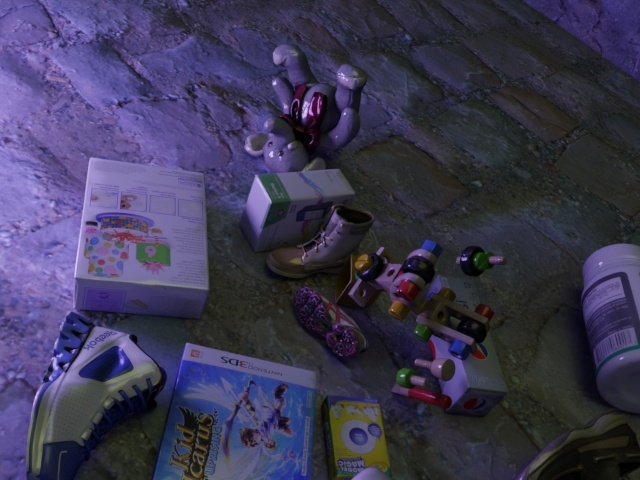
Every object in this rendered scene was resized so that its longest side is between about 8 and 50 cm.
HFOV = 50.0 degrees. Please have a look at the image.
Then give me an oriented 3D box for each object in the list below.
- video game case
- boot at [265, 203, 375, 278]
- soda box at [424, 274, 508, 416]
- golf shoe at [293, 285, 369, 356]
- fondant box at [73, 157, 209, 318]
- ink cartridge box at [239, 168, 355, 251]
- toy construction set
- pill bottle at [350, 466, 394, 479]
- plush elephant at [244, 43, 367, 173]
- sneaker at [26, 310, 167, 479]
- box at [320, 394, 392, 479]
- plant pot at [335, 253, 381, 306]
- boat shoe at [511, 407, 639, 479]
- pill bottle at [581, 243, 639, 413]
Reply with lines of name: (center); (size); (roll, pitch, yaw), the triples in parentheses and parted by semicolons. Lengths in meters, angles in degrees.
video game case: (-0.135, 0.317, 1.143); (0.244, 0.061, 0.270); (14, 43, -10)
boot: (0.000, 0.000, 1.449); (0.213, 0.165, 0.077); (-1, 47, -28)
soda box: (0.288, 0.212, 1.415); (0.091, 0.098, 0.286); (10, 44, -18)
golf shoe: (0.019, 0.163, 1.378); (0.186, 0.067, 0.086); (45, 17, 25)
fondant box: (-0.348, -0.010, 1.355); (0.238, 0.096, 0.330); (7, 44, -18)
ink cartridge box: (-0.051, -0.069, 1.505); (0.212, 0.154, 0.093); (-9, 51, -32)
toy construction set: (0.172, 0.145, 1.329); (0.257, 0.237, 0.309); (17, 81, -38)
pill bottle: (0.163, 0.516, 0.912); (0.407, 0.229, 0.229); (33, 42, 22)
plush elephant: (-0.052, -0.267, 1.656); (0.272, 0.330, 0.255); (32, 63, 28)
sneaker: (-0.338, 0.249, 1.069); (0.182, 0.127, 0.316); (10, 42, -12)
box: (0.062, 0.361, 1.202); (0.105, 0.043, 0.179); (8, 46, -17)
plant pot: (0.085, 0.093, 1.462); (0.083, 0.081, 0.081); (19, 42, -15)
boat shoe: (0.486, 0.423, 1.263); (0.355, 0.132, 0.130); (-15, 52, -34)
pill bottle: (0.706, 0.187, 1.553); (0.204, 0.204, 0.361); (19, 42, -5)
